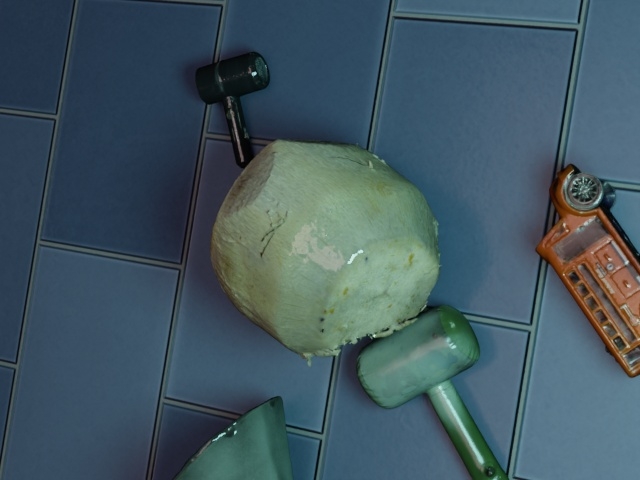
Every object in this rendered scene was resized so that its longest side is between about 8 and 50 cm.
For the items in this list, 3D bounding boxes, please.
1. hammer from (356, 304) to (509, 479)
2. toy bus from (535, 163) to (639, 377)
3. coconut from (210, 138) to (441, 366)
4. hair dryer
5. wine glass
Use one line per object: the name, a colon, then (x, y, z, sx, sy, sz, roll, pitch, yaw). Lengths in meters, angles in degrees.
hammer: (0.211, 0.285, 1.873, 0.206, 0.119, 0.335, -33, 81, 19)
toy bus: (0.443, 0.043, 1.768, 0.153, 0.143, 0.329, -36, 75, 16)
coconut: (0.000, 0.000, 1.861, 0.360, 0.346, 0.346, 42, 103, 40)
hair dryer: (-0.146, -0.224, 2.083, 0.124, 0.071, 0.219, -11, 88, 22)
wine glass: (-0.039, 0.490, 1.885, 0.267, 0.267, 0.406, -45, 75, 14)
